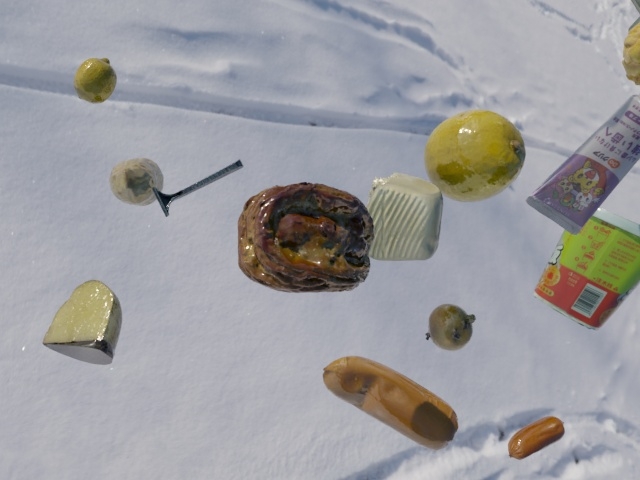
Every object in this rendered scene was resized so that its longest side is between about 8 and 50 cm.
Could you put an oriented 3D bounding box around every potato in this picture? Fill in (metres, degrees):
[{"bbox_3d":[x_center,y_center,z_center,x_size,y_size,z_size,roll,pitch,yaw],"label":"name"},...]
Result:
[{"bbox_3d":[-0.320,0.116,0.627,0.096,0.066,0.103,4,57,12],"label":"potato"}]

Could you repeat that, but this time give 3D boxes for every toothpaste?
[{"bbox_3d":[0.502,-0.149,0.765,0.114,0.299,0.073,37,35,12],"label":"toothpaste"}]

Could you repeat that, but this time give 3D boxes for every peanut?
[{"bbox_3d":[-0.448,-0.141,1.076,0.123,0.256,0.124,-4,105,-16],"label":"peanut"}]

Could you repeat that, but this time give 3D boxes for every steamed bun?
[{"bbox_3d":[0.274,-0.093,1.467,0.273,0.291,0.272,12,34,9],"label":"steamed bun"}]

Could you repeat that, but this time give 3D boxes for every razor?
[{"bbox_3d":[-0.245,-0.119,0.896,0.066,0.189,0.033,64,4,-6],"label":"razor"}]

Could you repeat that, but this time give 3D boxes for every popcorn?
[{"bbox_3d":[0.693,-0.399,0.842,0.164,0.194,0.140,66,26,-19],"label":"popcorn"}]

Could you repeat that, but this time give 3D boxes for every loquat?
[{"bbox_3d":[0.482,0.316,1.611,0.149,0.204,0.172,20,53,-32],"label":"loquat"}]

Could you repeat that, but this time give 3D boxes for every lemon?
[{"bbox_3d":[-0.503,-0.360,0.981,0.082,0.082,0.111,30,88,-23],"label":"lemon"},{"bbox_3d":[0.542,-0.299,1.555,0.347,0.348,0.349,15,62,-31],"label":"lemon"}]

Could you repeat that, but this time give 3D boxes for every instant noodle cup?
[{"bbox_3d":[0.794,0.074,1.269,0.293,0.308,0.294,23,16,-7],"label":"instant noodle cup"}]

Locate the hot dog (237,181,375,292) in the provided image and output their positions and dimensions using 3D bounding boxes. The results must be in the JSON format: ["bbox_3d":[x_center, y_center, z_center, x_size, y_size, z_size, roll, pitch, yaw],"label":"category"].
[{"bbox_3d":[0.000,-0.001,0.720,0.258,0.114,0.175,4,78,-32],"label":"hot dog"}]

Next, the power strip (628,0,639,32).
[{"bbox_3d":[0.822,-0.513,0.982,0.260,0.229,0.141,-18,74,-11],"label":"power strip"}]

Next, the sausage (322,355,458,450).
[{"bbox_3d":[0.166,0.383,1.079,0.353,0.134,0.116,32,27,-3],"label":"sausage"}]

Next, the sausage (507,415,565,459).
[{"bbox_3d":[0.538,0.485,1.088,0.183,0.062,0.054,-15,122,-17],"label":"sausage"}]
